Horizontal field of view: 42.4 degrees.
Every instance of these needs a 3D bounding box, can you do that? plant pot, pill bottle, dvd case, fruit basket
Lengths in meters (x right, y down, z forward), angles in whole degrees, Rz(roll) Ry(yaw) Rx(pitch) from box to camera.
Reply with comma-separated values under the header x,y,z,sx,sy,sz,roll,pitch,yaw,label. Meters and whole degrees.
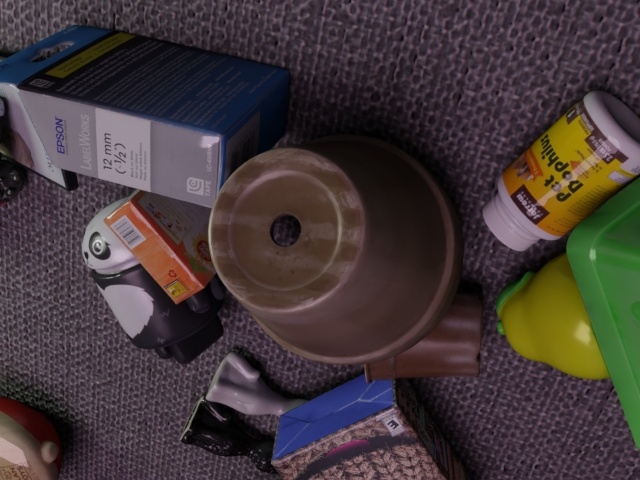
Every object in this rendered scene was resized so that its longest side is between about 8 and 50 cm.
x,y,z,sx,sy,sz,roll,pitch,yaw,label
0.157,0.134,1.228,0.165,0.167,0.167,2,121,9,plant pot
0.310,-0.081,1.056,0.117,0.117,0.215,40,125,-5,pill bottle
-0.462,-0.190,1.269,0.253,0.022,0.180,23,130,40,dvd case
0.000,0.000,1.046,0.323,0.280,0.323,-2,83,18,plant pot
0.424,0.086,1.069,0.392,0.283,0.392,49,162,22,fruit basket

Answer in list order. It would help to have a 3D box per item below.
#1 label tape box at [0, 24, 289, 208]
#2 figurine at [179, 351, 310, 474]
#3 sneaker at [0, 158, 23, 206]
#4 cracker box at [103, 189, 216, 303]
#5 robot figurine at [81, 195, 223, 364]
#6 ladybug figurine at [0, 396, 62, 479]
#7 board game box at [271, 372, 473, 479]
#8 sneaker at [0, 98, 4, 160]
x,y,z,sx,sy,sz,roll,pitch,yaw,label
-0.246,-0.181,1.122,0.348,0.249,0.115,13,123,12,label tape box
-0.117,0.324,1.489,0.209,0.092,0.215,28,125,-7,figurine
-0.636,-0.080,1.424,0.276,0.135,0.097,-21,106,4,sneaker
-0.189,-0.038,1.198,0.067,0.232,0.155,-30,106,33,cracker box
-0.265,0.063,1.322,0.209,0.173,0.278,-18,113,15,robot figurine
-0.708,0.440,1.722,0.449,0.162,0.305,-7,116,25,ladybug figurine
0.095,0.387,1.370,0.232,0.141,0.291,-29,107,14,board game box
-0.593,-0.157,1.307,0.269,0.101,0.153,10,104,39,sneaker
